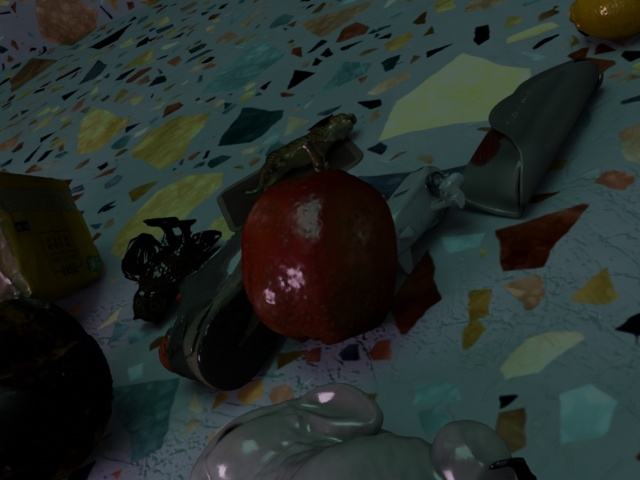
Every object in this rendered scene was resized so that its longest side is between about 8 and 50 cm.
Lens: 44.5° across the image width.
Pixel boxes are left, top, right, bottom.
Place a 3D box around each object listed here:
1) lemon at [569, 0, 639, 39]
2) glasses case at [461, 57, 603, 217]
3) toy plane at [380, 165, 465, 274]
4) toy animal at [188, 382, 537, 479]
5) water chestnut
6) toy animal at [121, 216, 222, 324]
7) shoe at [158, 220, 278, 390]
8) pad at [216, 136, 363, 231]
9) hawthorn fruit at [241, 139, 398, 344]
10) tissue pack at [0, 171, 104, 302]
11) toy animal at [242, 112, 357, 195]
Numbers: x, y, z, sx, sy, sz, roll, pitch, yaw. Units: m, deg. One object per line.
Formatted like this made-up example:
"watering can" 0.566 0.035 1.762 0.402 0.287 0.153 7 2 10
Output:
"lemon" 0.473 -0.379 1.250 0.155 0.114 0.114 -4 40 40
"glasses case" 0.294 -0.164 1.119 0.128 0.083 0.308 5 45 41
"toy plane" 0.129 -0.037 1.078 0.174 0.080 0.174 -38 19 15
"toy animal" 0.014 0.235 0.715 0.258 0.194 0.357 -47 27 -9
"water chestnut" -0.401 0.210 0.980 0.244 0.289 0.289 -51 25 23
"toy animal" -0.229 0.051 1.243 0.219 0.116 0.179 6 75 35
"shoe" -0.121 0.066 1.105 0.171 0.132 0.336 -12 38 41
"pad" -0.060 -0.113 1.397 0.266 0.002 0.176 -30 32 -1
"hawthorn fruit" 0.000 0.000 0.969 0.205 0.253 0.205 0 0 0
"tissue pack" -0.550 0.029 1.232 0.294 0.228 0.382 -19 2 0
"toy animal" -0.034 -0.148 1.379 0.241 0.056 0.099 -30 26 1
